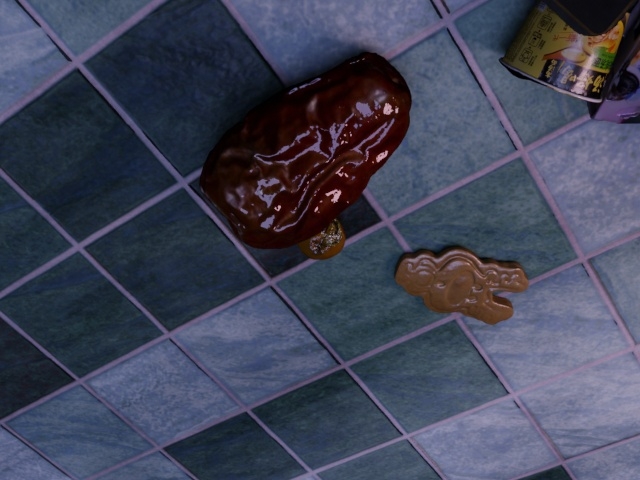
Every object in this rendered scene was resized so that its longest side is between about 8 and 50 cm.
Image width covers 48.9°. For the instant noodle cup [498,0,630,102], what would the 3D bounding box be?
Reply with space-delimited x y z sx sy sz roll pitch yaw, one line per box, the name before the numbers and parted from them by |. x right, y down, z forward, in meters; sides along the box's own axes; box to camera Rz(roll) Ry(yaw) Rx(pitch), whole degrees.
instant noodle cup | 0.335 -0.268 0.950 0.151 0.151 0.122 16 118 -8

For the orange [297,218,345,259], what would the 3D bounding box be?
orange | 0.000 0.000 1.202 0.086 0.062 0.086 3 128 3

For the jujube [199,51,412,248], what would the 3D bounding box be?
jujube | -0.014 -0.131 1.042 0.342 0.216 0.216 -40 115 13

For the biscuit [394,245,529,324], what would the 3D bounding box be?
biscuit | 0.250 0.076 1.261 0.236 0.040 0.144 13 119 -8

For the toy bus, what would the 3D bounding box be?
toy bus | 0.458 -0.269 0.927 0.112 0.090 0.274 11 144 -5

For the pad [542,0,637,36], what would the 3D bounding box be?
pad | 0.306 -0.453 0.770 0.315 0.063 0.375 50 135 17
